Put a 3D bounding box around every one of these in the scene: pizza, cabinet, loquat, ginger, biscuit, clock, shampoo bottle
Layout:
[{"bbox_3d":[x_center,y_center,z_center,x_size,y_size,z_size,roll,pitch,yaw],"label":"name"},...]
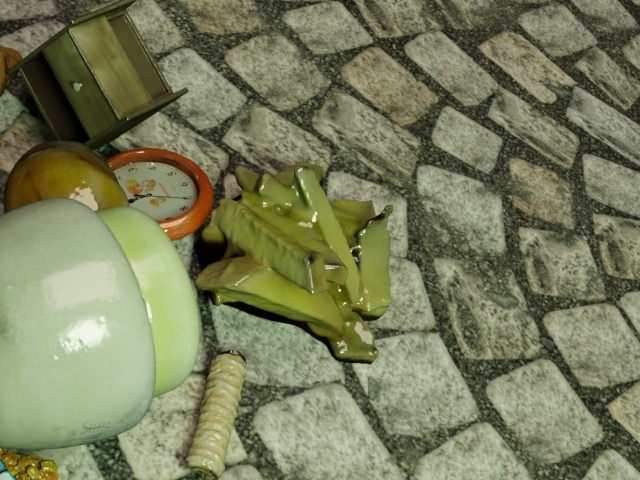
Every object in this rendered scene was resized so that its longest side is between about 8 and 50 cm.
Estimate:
[{"bbox_3d":[-0.388,0.318,1.628,0.131,0.041,0.178,-9,58,-39],"label":"pizza"},{"bbox_3d":[-0.357,-0.249,1.991,0.148,0.215,0.175,-34,98,-45],"label":"cabinet"},{"bbox_3d":[-0.378,-0.049,1.868,0.179,0.179,0.227,-3,46,-33],"label":"loquat"},{"bbox_3d":[0.000,0.000,2.032,0.358,0.211,0.413,33,42,-5],"label":"ginger"},{"bbox_3d":[-0.150,0.249,1.822,0.061,0.055,0.219,35,40,-24],"label":"biscuit"},{"bbox_3d":[-0.274,-0.071,2.016,0.205,0.051,0.205,4,44,-4],"label":"clock"},{"bbox_3d":[-0.343,0.109,1.639,0.317,0.322,0.322,-14,60,-30],"label":"shampoo bottle"}]

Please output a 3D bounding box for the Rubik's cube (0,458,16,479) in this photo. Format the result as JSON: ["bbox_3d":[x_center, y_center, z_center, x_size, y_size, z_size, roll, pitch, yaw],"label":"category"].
[{"bbox_3d":[-0.469,0.314,1.497,0.155,0.154,0.151,-25,67,-44],"label":"Rubik's cube"}]

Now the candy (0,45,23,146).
[{"bbox_3d":[-0.555,-0.248,1.998,0.143,0.101,0.271,25,36,-22],"label":"candy"}]
